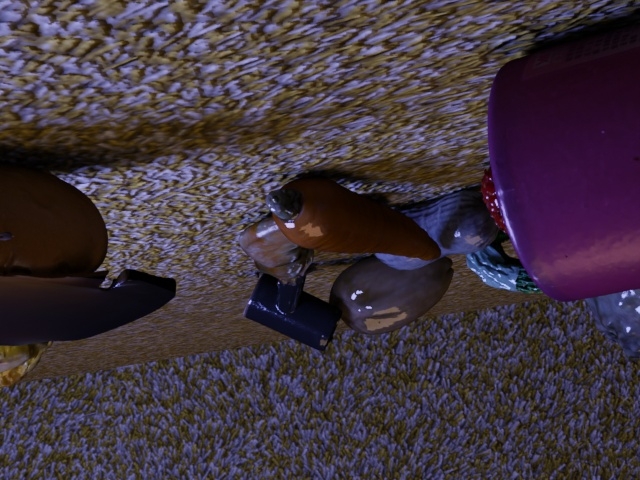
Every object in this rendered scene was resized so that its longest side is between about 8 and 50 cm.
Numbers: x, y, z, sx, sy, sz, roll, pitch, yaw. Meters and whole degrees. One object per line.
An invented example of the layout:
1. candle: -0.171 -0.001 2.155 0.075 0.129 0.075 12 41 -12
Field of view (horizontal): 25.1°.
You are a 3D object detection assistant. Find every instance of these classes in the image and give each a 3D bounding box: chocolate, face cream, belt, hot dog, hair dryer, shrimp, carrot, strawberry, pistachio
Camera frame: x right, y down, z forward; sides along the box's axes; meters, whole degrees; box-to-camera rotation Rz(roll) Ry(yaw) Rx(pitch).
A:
1. chocolate: 0.125 -0.010 1.585 0.167 0.072 0.072 -14 171 38
2. face cream: 0.230 -0.059 0.947 0.194 0.175 0.175 -14 171 27
3. belt: 0.227 0.001 1.601 0.151 0.121 0.079 -9 176 37
4. hot dog: -0.265 -0.007 1.041 0.194 0.107 0.326 -24 157 27
5. hair dryer: -0.026 0.071 1.922 0.128 0.070 0.255 26 159 3
6. shrimp: 0.000 0.000 1.599 0.169 0.058 0.296 -12 169 0
7. carrot: 0.046 -0.013 1.406 0.069 0.069 0.336 -14 165 30
8. strawberry: 0.203 -0.037 1.405 0.083 0.096 0.083 -22 162 -7
9. pistachio: 0.102 0.069 2.037 0.185 0.108 0.126 -17 -164 5

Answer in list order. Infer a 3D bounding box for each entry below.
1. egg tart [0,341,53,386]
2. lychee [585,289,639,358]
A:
1. egg tart: -0.482 0.162 1.976 0.297 0.132 0.297 -15 173 -2
2. lychee: 0.337 -0.004 1.175 0.255 0.255 0.274 -6 -178 -22
